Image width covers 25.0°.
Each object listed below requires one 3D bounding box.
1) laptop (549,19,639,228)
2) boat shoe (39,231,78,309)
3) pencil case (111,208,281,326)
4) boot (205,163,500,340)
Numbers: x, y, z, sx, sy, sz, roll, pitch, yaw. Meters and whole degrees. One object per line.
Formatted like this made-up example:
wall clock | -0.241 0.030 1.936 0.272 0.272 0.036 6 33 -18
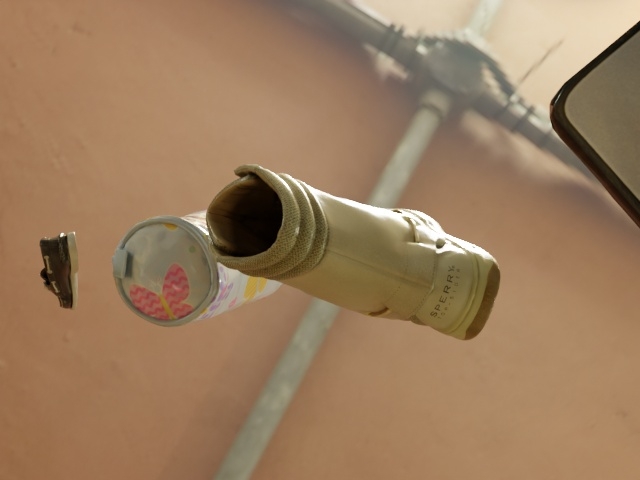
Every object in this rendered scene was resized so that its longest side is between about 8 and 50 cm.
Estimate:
laptop | 0.334 -0.043 0.336 0.408 0.236 0.382 -40 -100 1
boat shoe | -0.265 0.033 1.460 0.038 0.125 0.046 -5 -117 -12
pencil case | -0.118 0.018 1.537 0.124 0.113 0.273 26 -167 12
boot | 0.000 0.000 0.939 0.165 0.213 0.077 18 -88 -24
